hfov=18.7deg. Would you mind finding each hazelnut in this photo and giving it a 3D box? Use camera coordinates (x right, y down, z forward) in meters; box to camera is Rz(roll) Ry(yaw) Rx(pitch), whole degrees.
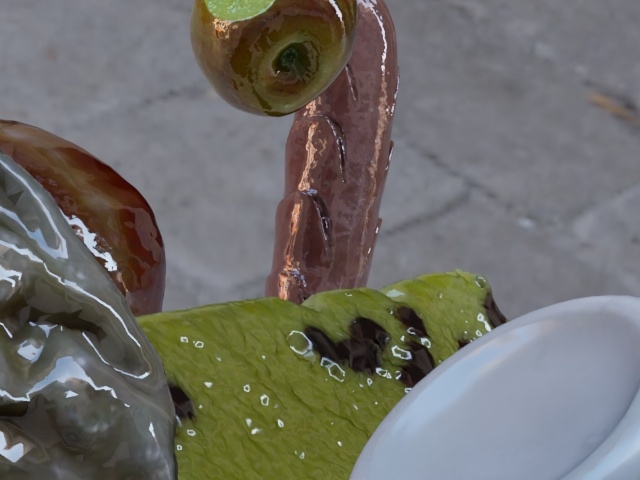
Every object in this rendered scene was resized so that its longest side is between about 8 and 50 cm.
[{"bbox_3d":[-0.207,0.035,1.073,0.229,0.229,0.229,9,29,-5],"label":"hazelnut"}]

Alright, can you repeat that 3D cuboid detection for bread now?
[{"bbox_3d":[0.007,0.090,0.878,0.138,0.077,0.361,54,28,17],"label":"bread"}]

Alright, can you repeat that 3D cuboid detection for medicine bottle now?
[{"bbox_3d":[0.127,0.153,0.690,0.144,0.252,0.144,-32,20,13],"label":"medicine bottle"}]

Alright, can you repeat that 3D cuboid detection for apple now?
[{"bbox_3d":[-0.028,-0.136,1.274,0.114,0.099,0.102,-23,49,8],"label":"apple"}]

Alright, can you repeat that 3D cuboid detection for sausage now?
[{"bbox_3d":[0.001,0.000,1.517,0.088,0.433,0.088,10,-2,0],"label":"sausage"}]

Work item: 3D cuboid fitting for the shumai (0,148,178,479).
[{"bbox_3d":[-0.147,0.052,0.466,0.206,0.166,0.175,44,32,13],"label":"shumai"}]
